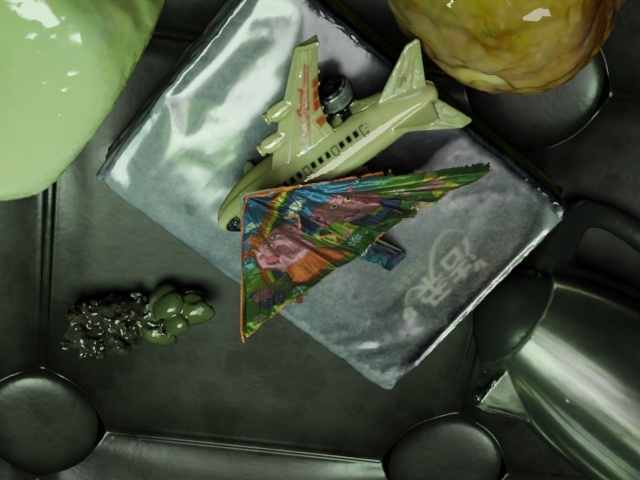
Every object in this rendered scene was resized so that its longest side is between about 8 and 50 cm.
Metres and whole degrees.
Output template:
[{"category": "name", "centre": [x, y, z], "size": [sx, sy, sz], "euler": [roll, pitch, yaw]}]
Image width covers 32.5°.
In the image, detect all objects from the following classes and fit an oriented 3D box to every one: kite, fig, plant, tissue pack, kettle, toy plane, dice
[{"category": "kite", "centre": [0.000, 0.000, 1.018], "size": [0.321, 0.016, 0.234], "euler": [-37, 145, 24]}, {"category": "fig", "centre": [0.101, -0.288, 0.977], "size": [0.368, 0.286, 0.286], "euler": [13, 117, 18]}, {"category": "plant", "centre": [-0.204, 0.089, 1.226], "size": [0.174, 0.085, 0.087], "euler": [-12, 140, -2]}, {"category": "tissue pack", "centre": [0.013, -0.064, 1.127], "size": [0.394, 0.124, 0.288], "euler": [38, 110, -17]}, {"category": "kettle", "centre": [0.292, 0.116, 1.177], "size": [0.271, 0.207, 0.251], "euler": [33, 112, -14]}, {"category": "toy plane", "centre": [0.008, -0.082, 0.995], "size": [0.244, 0.092, 0.229], "euler": [-27, 132, 17]}, {"category": "dice", "centre": [-0.291, -0.204, 0.953], "size": [0.252, 0.250, 0.254], "euler": [31, 125, -24]}]
